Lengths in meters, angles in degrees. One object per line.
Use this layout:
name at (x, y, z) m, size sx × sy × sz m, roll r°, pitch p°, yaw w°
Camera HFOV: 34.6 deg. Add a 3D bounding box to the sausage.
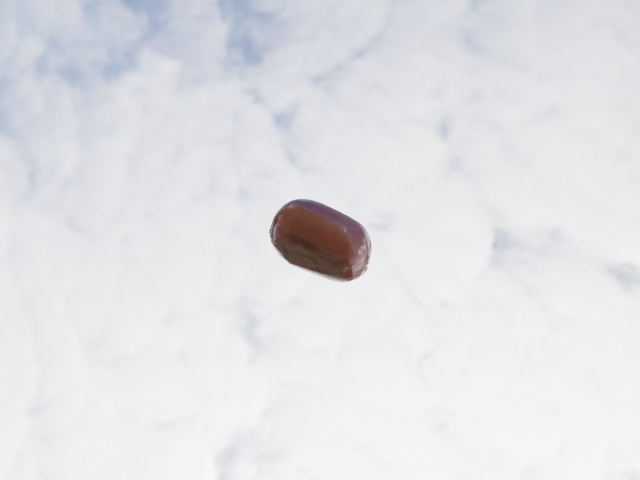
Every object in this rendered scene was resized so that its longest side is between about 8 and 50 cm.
sausage at (0.000, 0.000, 0.884) m, size 0.094 × 0.054 × 0.059 m, roll 24°, pitch -44°, yaw 11°
